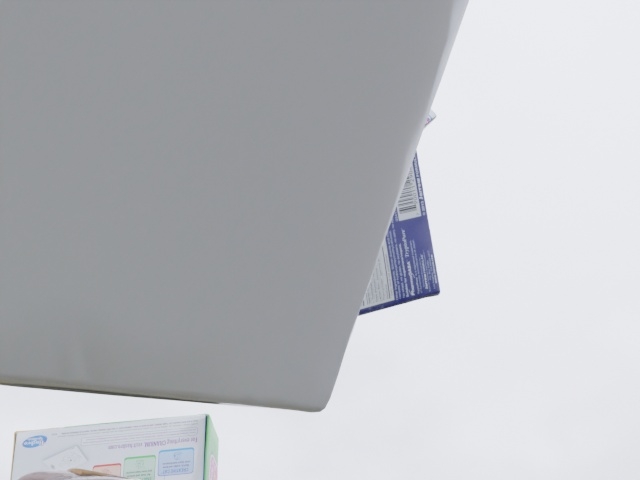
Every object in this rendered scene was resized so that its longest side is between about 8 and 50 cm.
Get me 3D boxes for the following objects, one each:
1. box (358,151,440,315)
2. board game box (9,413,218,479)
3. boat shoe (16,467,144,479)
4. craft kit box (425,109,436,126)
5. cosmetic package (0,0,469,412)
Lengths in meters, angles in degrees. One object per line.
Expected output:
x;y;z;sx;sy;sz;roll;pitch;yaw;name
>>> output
0.000;0.000;1.273;0.225;0.136;0.036;-13;5;-42;box
-0.243;0.357;1.780;0.242;0.316;0.064;-6;-38;7;board game box
-0.118;0.239;1.154;0.123;0.123;0.342;16;-13;27;boat shoe
-0.009;-0.041;1.742;0.061;0.246;0.250;45;-52;0;craft kit box
-0.179;-0.134;0.866;0.327;0.329;0.393;12;11;-43;cosmetic package
